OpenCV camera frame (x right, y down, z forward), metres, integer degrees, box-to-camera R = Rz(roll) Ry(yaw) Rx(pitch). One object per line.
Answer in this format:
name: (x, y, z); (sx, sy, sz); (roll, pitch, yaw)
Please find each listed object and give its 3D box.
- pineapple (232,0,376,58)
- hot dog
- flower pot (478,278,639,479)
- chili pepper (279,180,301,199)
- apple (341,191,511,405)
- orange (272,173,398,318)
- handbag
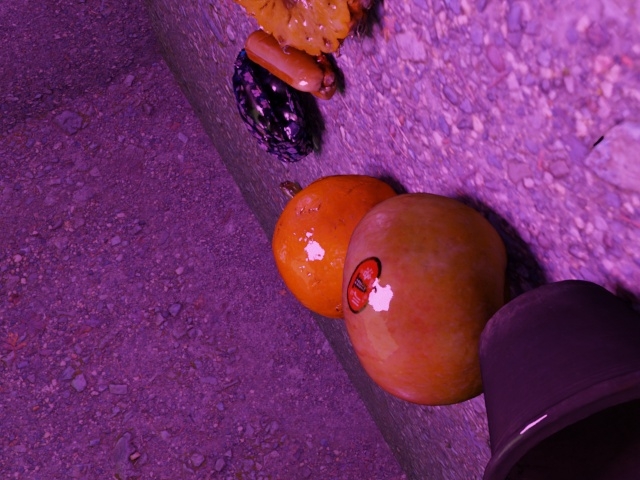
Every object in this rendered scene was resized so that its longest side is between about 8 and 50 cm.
pineapple: (-0.030, -0.305, 0.691); (0.233, 0.080, 0.135); (33, 168, 19)
hot dog: (-0.052, -0.314, 0.905); (0.249, 0.102, 0.076); (47, 122, 44)
flower pot: (0.236, 0.134, 0.484); (0.148, 0.235, 0.235); (-104, -5, -49)
chili pepper: (-0.050, -0.088, 1.548); (0.050, 0.052, 0.202); (-8, 113, 50)
apple: (0.137, 0.069, 0.664); (0.260, 0.193, 0.261); (-5, -90, -67)
orange: (0.040, 0.008, 0.883); (0.246, 0.246, 0.246); (57, 168, 18)
handbag: (-0.100, -0.269, 1.077); (0.229, 0.126, 0.208); (60, -177, 12)
